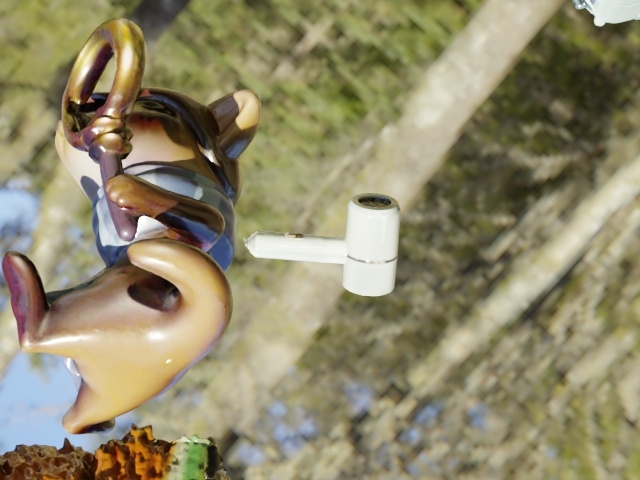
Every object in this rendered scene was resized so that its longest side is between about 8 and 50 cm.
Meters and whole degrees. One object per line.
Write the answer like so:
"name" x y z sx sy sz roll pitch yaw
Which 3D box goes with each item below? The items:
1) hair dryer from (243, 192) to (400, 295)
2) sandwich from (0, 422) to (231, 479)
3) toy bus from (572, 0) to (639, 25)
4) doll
"hair dryer" 0.000 0.000 1.559 0.137 0.082 0.047 4 -158 3
"sandwich" -0.250 0.283 1.658 0.301 0.162 0.250 15 -138 9
"toy bus" 0.298 -0.308 1.717 0.276 0.134 0.164 67 179 -83
"doll" -0.180 -0.007 1.673 0.209 0.318 0.339 15 -131 -7
